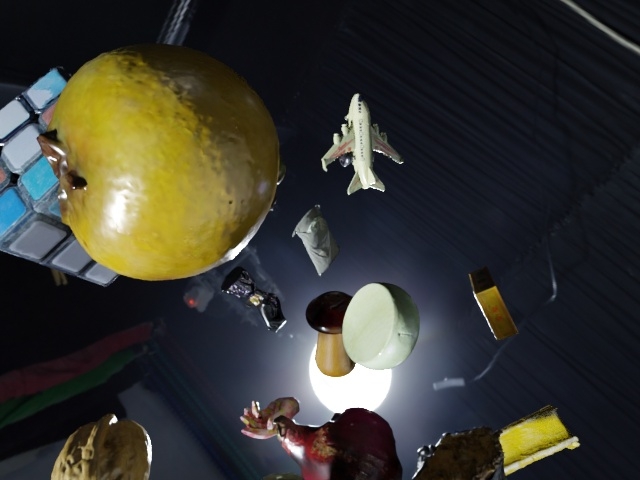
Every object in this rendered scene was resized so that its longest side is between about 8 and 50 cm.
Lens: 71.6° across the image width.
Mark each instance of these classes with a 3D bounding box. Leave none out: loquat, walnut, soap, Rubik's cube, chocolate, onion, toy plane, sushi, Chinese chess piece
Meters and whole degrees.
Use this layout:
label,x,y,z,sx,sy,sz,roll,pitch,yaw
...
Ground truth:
label,x,y,z,sx,sy,sz,roll,pitch,yaw
loquat,-0.194,-0.109,0.643,0.360,0.328,0.328,-7,-39,-41
walnut,-0.552,0.577,1.135,0.225,0.256,0.257,2,-34,-13
soap,0.717,0.729,1.577,0.335,0.156,0.293,-33,-30,10
Rubik's cube,-0.610,-0.145,1.120,0.363,0.359,0.362,-45,-23,-8
chocolate,-0.131,0.119,0.894,0.070,0.147,0.072,-13,36,42
onion,0.029,0.696,1.411,0.398,0.420,0.398,-53,11,15
toy plane,0.107,-0.254,1.171,0.242,0.255,0.104,-8,-6,-24
sushi,0.377,0.686,1.280,0.349,0.235,0.207,-23,-65,-36
Chinese chess piece,0.169,0.243,1.267,0.101,0.250,0.250,21,-61,-29

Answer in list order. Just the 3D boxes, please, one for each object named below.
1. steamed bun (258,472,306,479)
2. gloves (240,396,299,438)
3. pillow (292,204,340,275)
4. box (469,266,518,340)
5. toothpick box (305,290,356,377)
label,x,y,z,sx,sy,sz,roll,pitch,yaw
steamed bun,-0.036,0.724,1.045,0.220,0.323,0.310,-16,-2,4
gloves,-0.181,0.629,1.560,0.241,0.145,0.126,-21,-60,-48
pillow,0.000,0.000,1.669,0.169,0.059,0.255,-53,-48,-29
box,0.593,0.210,1.533,0.076,0.174,0.274,-27,2,17
toothpick box,0.049,0.316,1.514,0.192,0.192,0.294,-31,-51,-43
